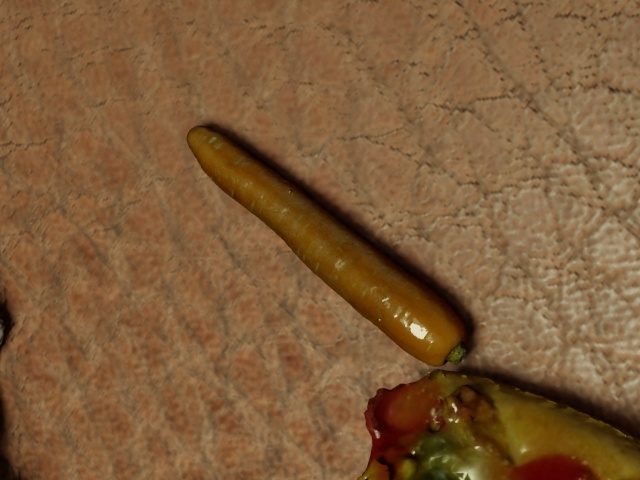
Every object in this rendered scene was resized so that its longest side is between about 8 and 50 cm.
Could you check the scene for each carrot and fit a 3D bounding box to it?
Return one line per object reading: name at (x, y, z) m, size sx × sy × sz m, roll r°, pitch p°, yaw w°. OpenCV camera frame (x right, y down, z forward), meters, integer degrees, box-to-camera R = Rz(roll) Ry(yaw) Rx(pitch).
carrot at (0.000, 0.000, 1.144) m, size 0.248 × 0.043 × 0.043 m, roll 39°, pitch 110°, yaw 20°

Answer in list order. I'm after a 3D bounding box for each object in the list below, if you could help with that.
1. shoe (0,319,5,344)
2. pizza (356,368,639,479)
shoe at (-0.325, 0.192, 1.249) m, size 0.198 × 0.172 × 0.351 m, roll -6°, pitch 92°, yaw 26°
pizza at (0.104, 0.275, 0.939) m, size 0.440 × 0.406 × 0.130 m, roll 36°, pitch 151°, yaw 32°
